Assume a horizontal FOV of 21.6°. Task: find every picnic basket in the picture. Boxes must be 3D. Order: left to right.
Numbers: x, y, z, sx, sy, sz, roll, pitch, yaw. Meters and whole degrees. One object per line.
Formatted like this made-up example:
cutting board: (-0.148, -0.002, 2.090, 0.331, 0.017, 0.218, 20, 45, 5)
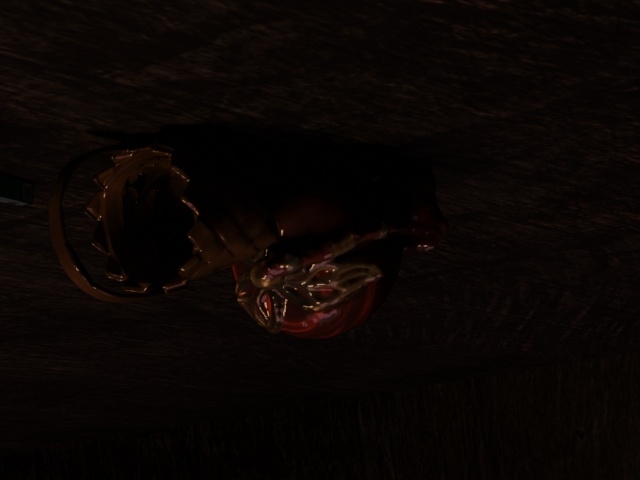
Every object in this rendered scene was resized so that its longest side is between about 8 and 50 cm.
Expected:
picnic basket: (-0.140, -0.016, 1.335, 0.178, 0.128, 0.138, -17, 177, -43)

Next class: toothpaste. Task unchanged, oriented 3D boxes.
toothpaste: (-0.273, -0.045, 1.410, 0.017, 0.020, 0.083, -7, 169, 30)

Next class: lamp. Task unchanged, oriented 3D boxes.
lamp: (0.000, 0.012, 1.470, 0.215, 0.151, 0.223, -11, 171, 43)
